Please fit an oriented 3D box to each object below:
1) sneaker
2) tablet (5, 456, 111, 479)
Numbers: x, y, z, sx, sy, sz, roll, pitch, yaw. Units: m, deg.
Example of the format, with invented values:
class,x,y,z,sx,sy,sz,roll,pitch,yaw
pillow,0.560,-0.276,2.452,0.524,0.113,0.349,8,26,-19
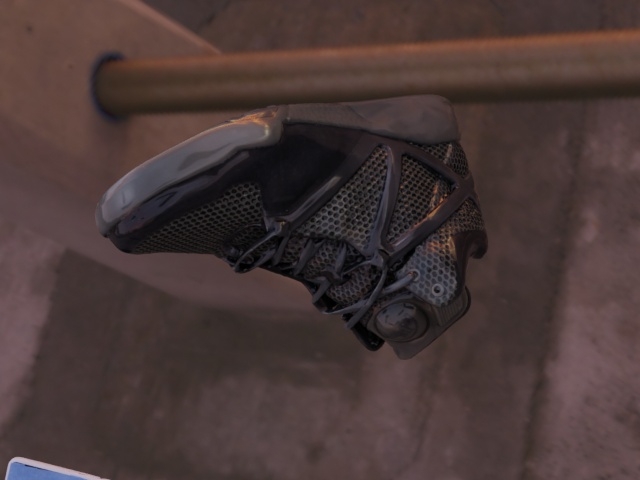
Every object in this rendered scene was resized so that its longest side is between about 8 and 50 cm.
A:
class,x,y,z,sx,sy,sz,roll,pitch,yaw
sneaker,0.000,0.000,0.786,0.087,0.228,0.130,-36,69,45
tablet,-0.121,0.142,0.686,0.054,0.006,0.083,12,91,13
